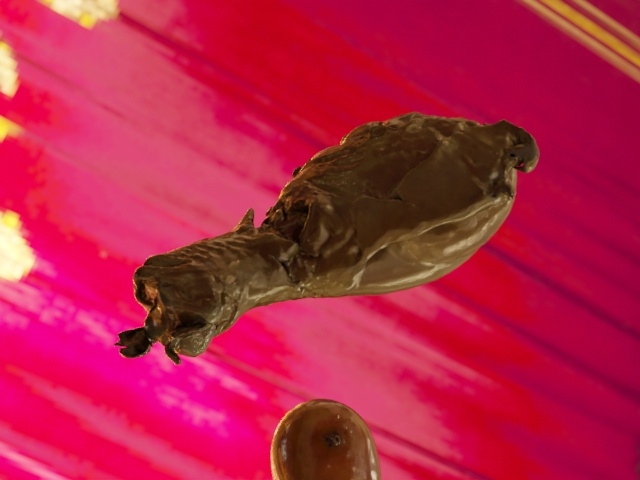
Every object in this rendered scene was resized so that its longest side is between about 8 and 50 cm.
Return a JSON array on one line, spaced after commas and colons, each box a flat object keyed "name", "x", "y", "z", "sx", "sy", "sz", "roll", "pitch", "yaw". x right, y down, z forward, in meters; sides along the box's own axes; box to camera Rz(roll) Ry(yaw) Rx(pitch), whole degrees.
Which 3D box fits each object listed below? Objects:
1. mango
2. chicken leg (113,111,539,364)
[{"name": "mango", "x": 0.009, "y": 0.286, "z": 1.976, "sx": 0.151, "sy": 0.120, "sz": 0.221, "roll": -124, "pitch": -156, "yaw": -60}, {"name": "chicken leg", "x": 0.000, "y": 0.000, "z": 1.565, "sx": 0.201, "sy": 0.429, "sz": 0.153, "roll": 31, "pitch": -45, "yaw": 43}]
